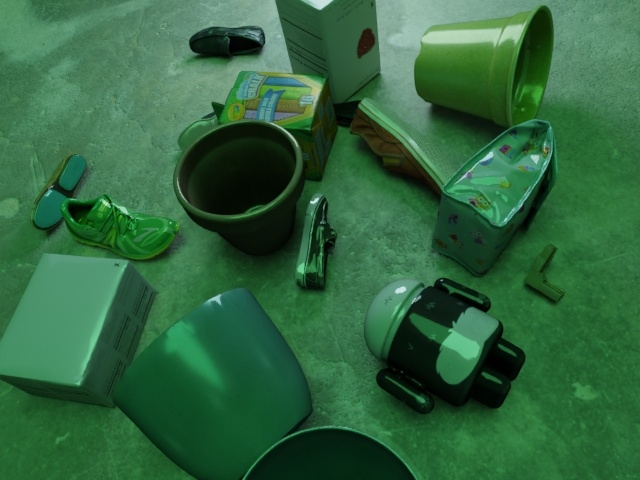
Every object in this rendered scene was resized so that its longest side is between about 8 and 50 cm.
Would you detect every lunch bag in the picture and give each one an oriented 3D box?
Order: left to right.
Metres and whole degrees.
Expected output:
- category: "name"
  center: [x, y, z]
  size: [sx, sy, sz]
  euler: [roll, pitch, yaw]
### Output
- category: "lunch bag"
  center: [0.354, -0.090, 1.094]
  size: [0.160, 0.223, 0.262]
  euler: [37, 69, 21]

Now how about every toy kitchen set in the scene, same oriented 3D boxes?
- category: "toy kitchen set"
  center: [0.458, 0.058, 1.078]
  size: [0.075, 0.083, 0.068]
  euler: [36, 29, 27]

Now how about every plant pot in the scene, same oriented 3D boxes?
- category: "plant pot"
  center: [-0.155, 0.265, 0.937]
  size: [0.293, 0.293, 0.235]
  euler: [-41, 76, -15]
- category: "plant pot"
  center: [-0.147, -0.088, 1.175]
  size: [0.262, 0.229, 0.263]
  euler: [-5, 58, 8]
- category: "plant pot"
  center: [0.022, 0.447, 0.828]
  size: [0.290, 0.195, 0.290]
  euler: [-3, 60, 6]
- category: "plant pot"
  center: [0.368, -0.400, 1.286]
  size: [0.253, 0.276, 0.276]
  euler: [16, 62, 32]

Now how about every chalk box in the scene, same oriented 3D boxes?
- category: "chalk box"
  center: [-0.125, -0.277, 1.322]
  size: [0.288, 0.180, 0.179]
  euler: [6, 59, 15]

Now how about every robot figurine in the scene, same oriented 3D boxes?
- category: "robot figurine"
  center: [0.211, 0.182, 0.983]
  size: [0.278, 0.174, 0.209]
  euler: [27, 23, 23]

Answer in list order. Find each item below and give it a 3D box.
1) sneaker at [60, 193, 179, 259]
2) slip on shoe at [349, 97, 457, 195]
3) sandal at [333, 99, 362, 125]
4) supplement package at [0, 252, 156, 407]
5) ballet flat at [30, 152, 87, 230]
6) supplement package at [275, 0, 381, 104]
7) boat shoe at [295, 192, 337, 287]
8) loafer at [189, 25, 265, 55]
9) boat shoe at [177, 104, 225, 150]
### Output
- category: "sneaker"
  center: [-0.467, -0.034, 1.261]
  size: [0.295, 0.123, 0.110]
  euler: [7, 60, 13]
- category: "slip on shoe"
  center: [0.195, -0.195, 1.268]
  size: [0.331, 0.123, 0.101]
  euler: [45, 118, 20]
- category: "sandal"
  center: [0.061, -0.319, 1.403]
  size: [0.179, 0.040, 0.067]
  euler: [7, 53, 31]
- category: "supplement package"
  center: [-0.492, 0.178, 1.121]
  size: [0.203, 0.145, 0.262]
  euler: [4, 59, 12]
- category: "ballet flat"
  center: [-0.662, -0.117, 1.390]
  size: [0.073, 0.080, 0.232]
  euler: [-9, 50, 38]
- category: "supplement package"
  center: [0.025, -0.522, 1.378]
  size: [0.177, 0.293, 0.175]
  euler: [-43, 60, -16]
- category: "boat shoe"
  center: [0.000, 0.000, 1.191]
  size: [0.070, 0.078, 0.219]
  euler: [4, 67, 13]
- category: "loafer"
  center: [-0.270, -0.569, 1.589]
  size: [0.223, 0.076, 0.078]
  euler: [-5, 50, 2]
- category: "boat shoe"
  center: [-0.280, -0.298, 1.444]
  size: [0.206, 0.075, 0.065]
  euler: [-35, 16, -6]
